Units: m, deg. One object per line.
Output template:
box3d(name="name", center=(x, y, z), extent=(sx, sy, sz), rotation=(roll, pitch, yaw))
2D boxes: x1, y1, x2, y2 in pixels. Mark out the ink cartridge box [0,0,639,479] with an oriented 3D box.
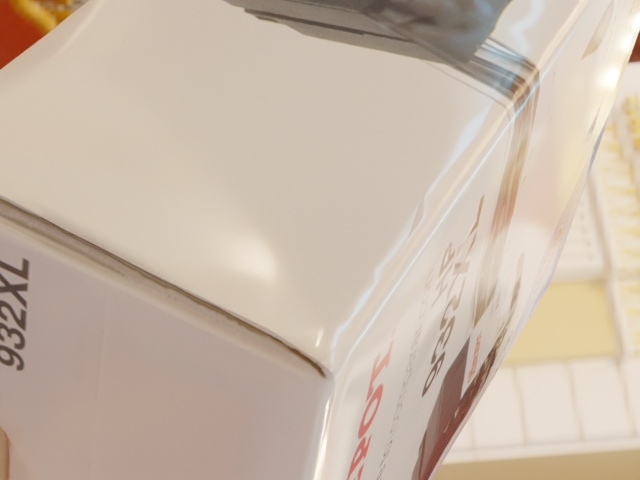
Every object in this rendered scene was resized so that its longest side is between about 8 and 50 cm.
box3d(name="ink cartridge box", center=(0.000, 0.000, 0.520), extent=(0.307, 0.129, 0.223), rotation=(-51, 161, -45))
